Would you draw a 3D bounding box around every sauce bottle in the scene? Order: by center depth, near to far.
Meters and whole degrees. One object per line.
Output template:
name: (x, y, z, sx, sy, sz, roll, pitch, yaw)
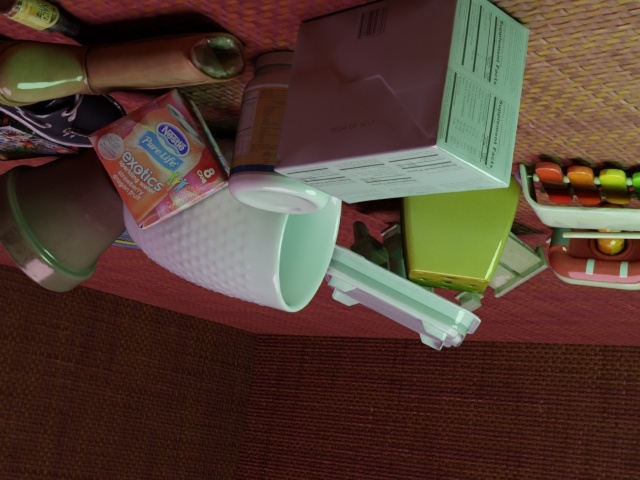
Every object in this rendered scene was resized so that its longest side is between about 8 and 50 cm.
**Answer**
sauce bottle: (-0.369, -0.298, 1.451, 0.042, 0.042, 0.128, 2, 176, 29)

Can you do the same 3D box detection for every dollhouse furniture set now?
dollhouse furniture set: (0.287, -0.025, 2.285, 0.355, 0.174, 0.303, -35, 130, 30)

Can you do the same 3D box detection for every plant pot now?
plant pot: (0.243, -0.012, 2.013, 0.212, 0.187, 0.212, 8, 169, 4)
plant pot: (-0.466, -0.067, 2.109, 0.229, 0.263, 0.263, -31, 153, 17)

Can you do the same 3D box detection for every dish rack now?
dish rack: (0.141, 0.120, 2.133, 0.332, 0.072, 0.285, 26, 171, 8)

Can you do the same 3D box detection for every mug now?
mug: (-0.149, -0.039, 1.978, 0.328, 0.276, 0.374, 13, 177, 19)

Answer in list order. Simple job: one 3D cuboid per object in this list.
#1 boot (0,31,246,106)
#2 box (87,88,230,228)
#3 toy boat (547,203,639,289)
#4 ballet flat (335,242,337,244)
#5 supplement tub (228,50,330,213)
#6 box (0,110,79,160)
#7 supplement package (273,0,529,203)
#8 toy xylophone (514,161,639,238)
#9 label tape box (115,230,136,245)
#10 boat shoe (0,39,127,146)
boot: (-0.273, -0.237, 1.468, 0.269, 0.089, 0.236, 1, -166, 30)
box: (-0.226, -0.118, 1.641, 0.142, 0.154, 0.300, -28, -177, 0)
toy boat: (0.538, -0.006, 2.032, 0.231, 0.151, 0.151, 4, 138, 18)
ballet flat: (0.000, 0.000, 2.612, 0.041, 0.041, 0.114, -2, 164, 40)
supplement tub: (-0.046, -0.149, 1.542, 0.144, 0.200, 0.144, 8, 168, 2)
box: (-0.582, -0.198, 2.053, 0.233, 0.044, 0.159, -1, 164, 39)
supplement package: (0.096, -0.170, 1.336, 0.261, 0.204, 0.145, -4, 161, 45)
toy xylophone: (0.490, -0.063, 1.856, 0.322, 0.081, 0.236, 5, 168, 14)
label tape box: (-0.373, -0.054, 2.426, 0.249, 0.115, 0.348, 8, 170, 4)
boat shoe: (-0.418, -0.220, 1.676, 0.302, 0.114, 0.091, 16, 172, -35)
